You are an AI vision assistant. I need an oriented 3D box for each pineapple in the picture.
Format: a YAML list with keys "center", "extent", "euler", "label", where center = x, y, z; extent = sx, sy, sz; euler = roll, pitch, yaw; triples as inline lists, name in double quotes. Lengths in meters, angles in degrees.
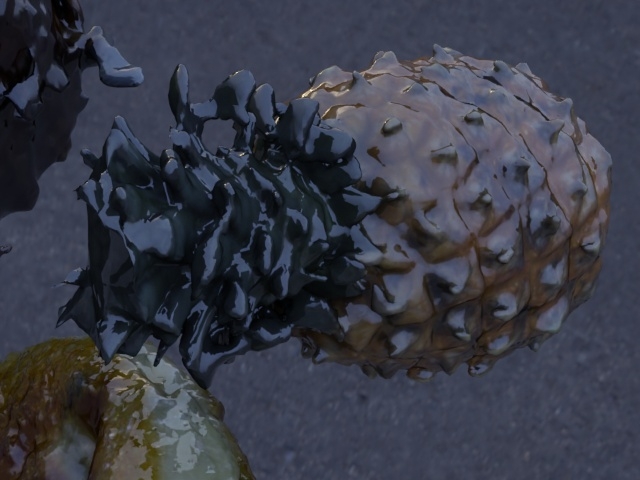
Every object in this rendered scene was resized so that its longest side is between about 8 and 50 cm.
- center: [0.000, 0.000, 0.568]
  extent: [0.278, 0.158, 0.158]
  euler: [-12, 51, -48]
  label: "pineapple"

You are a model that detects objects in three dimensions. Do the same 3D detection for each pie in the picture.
- center: [-0.139, 0.184, 0.633]
  extent: [0.092, 0.315, 0.315]
  euler: [26, 34, -39]
  label: "pie"

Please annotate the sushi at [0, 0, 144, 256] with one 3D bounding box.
- center: [-0.299, -0.135, 0.784]
  extent: [0.281, 0.294, 0.299]
  euler: [22, 63, 31]
  label: "sushi"
